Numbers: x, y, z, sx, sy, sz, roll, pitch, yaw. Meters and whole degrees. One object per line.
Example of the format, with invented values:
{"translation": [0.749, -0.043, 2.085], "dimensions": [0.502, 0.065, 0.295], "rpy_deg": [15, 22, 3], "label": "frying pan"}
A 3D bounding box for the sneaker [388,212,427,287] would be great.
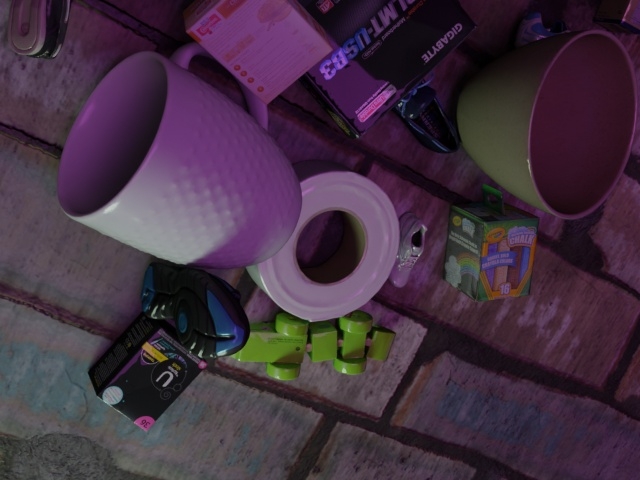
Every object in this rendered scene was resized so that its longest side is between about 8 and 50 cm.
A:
{"translation": [0.169, 0.025, 1.727], "dimensions": [0.053, 0.061, 0.152], "rpy_deg": [3, 107, -28], "label": "sneaker"}

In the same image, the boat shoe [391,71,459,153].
{"translation": [0.181, -0.263, 1.618], "dimensions": [0.258, 0.089, 0.109], "rpy_deg": [39, 88, -30], "label": "boat shoe"}

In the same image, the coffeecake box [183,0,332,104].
{"translation": [-0.096, -0.323, 1.361], "dimensions": [0.142, 0.068, 0.185], "rpy_deg": [-37, 130, 18], "label": "coffeecake box"}

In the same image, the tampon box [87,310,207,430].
{"translation": [-0.305, 0.225, 1.550], "dimensions": [0.161, 0.101, 0.120], "rpy_deg": [-48, 119, -3], "label": "tampon box"}

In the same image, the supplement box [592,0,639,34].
{"translation": [0.602, -0.461, 1.750], "dimensions": [0.056, 0.083, 0.083], "rpy_deg": [17, 99, -28], "label": "supplement box"}

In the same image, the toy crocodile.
{"translation": [-0.010, 0.190, 1.685], "dimensions": [0.340, 0.105, 0.115], "rpy_deg": [0, 108, -20], "label": "toy crocodile"}

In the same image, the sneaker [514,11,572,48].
{"translation": [0.483, -0.374, 1.724], "dimensions": [0.237, 0.085, 0.086], "rpy_deg": [16, 104, -30], "label": "sneaker"}

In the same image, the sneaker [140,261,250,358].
{"translation": [-0.178, 0.101, 1.434], "dimensions": [0.139, 0.341, 0.125], "rpy_deg": [6, 99, -30], "label": "sneaker"}

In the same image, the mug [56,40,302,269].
{"translation": [-0.189, -0.142, 1.409], "dimensions": [0.328, 0.276, 0.374], "rpy_deg": [29, 64, -40], "label": "mug"}

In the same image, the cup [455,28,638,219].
{"translation": [0.391, -0.224, 1.623], "dimensions": [0.331, 0.237, 0.331], "rpy_deg": [-14, 112, -38], "label": "cup"}

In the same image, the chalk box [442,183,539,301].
{"translation": [0.340, -0.004, 1.755], "dimensions": [0.132, 0.132, 0.213], "rpy_deg": [-4, 110, -23], "label": "chalk box"}

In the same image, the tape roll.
{"translation": [0.000, 0.000, 1.618], "dimensions": [0.286, 0.100, 0.286], "rpy_deg": [-8, 110, -23], "label": "tape roll"}

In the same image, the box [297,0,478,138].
{"translation": [0.068, -0.376, 1.496], "dimensions": [0.295, 0.073, 0.293], "rpy_deg": [-43, 101, -6], "label": "box"}

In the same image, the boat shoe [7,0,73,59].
{"translation": [-0.407, -0.389, 1.324], "dimensions": [0.079, 0.084, 0.233], "rpy_deg": [0, 103, -65], "label": "boat shoe"}
